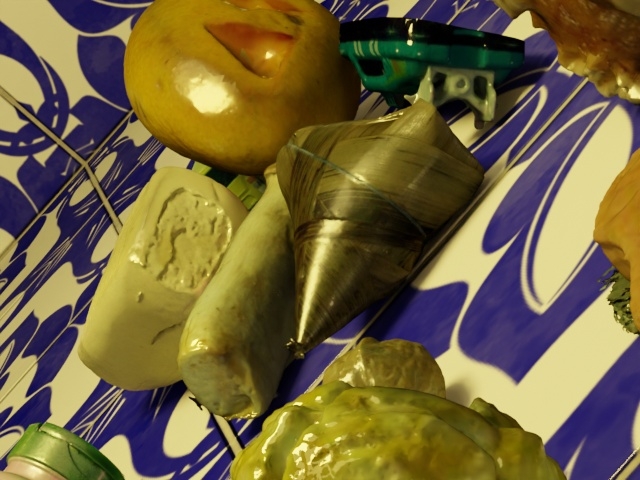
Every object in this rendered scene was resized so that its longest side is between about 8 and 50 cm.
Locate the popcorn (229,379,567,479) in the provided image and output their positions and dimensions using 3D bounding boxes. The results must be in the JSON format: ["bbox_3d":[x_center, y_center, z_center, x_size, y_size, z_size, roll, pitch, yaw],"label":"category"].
[{"bbox_3d":[0.033,0.161,0.828,0.198,0.198,0.212,-44,22,17],"label":"popcorn"}]

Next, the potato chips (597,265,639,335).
[{"bbox_3d":[0.229,0.004,0.975,0.142,0.026,0.209,-55,16,-15],"label":"potato chips"}]

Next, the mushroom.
[{"bbox_3d":[-0.051,0.038,1.523,0.081,0.100,0.312,-34,19,33],"label":"mushroom"}]

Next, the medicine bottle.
[{"bbox_3d":[-0.281,0.292,1.473,0.133,0.133,0.274,-24,29,57],"label":"medicine bottle"}]

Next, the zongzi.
[{"bbox_3d":[0.000,0.000,1.438,0.242,0.112,0.221,-55,24,-18],"label":"zongzi"}]

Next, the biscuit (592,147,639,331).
[{"bbox_3d":[0.304,-0.080,0.833,0.385,0.062,0.365,-40,16,9],"label":"biscuit"}]

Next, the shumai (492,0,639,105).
[{"bbox_3d":[0.250,-0.223,1.270,0.314,0.267,0.262,21,-101,-77],"label":"shumai"}]

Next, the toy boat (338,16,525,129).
[{"bbox_3d":[0.092,-0.153,1.612,0.299,0.134,0.092,-157,74,-79],"label":"toy boat"}]

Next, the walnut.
[{"bbox_3d":[0.042,0.104,1.142,0.092,0.092,0.092,-44,15,15],"label":"walnut"}]

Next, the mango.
[{"bbox_3d":[-0.076,-0.156,1.766,0.365,0.253,0.182,-107,26,-65],"label":"mango"}]

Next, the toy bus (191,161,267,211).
[{"bbox_3d":[-0.090,-0.090,1.959,0.088,0.101,0.175,-44,16,26],"label":"toy bus"}]

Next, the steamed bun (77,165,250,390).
[{"bbox_3d":[-0.137,0.051,1.667,0.239,0.152,0.170,121,171,-55],"label":"steamed bun"}]
